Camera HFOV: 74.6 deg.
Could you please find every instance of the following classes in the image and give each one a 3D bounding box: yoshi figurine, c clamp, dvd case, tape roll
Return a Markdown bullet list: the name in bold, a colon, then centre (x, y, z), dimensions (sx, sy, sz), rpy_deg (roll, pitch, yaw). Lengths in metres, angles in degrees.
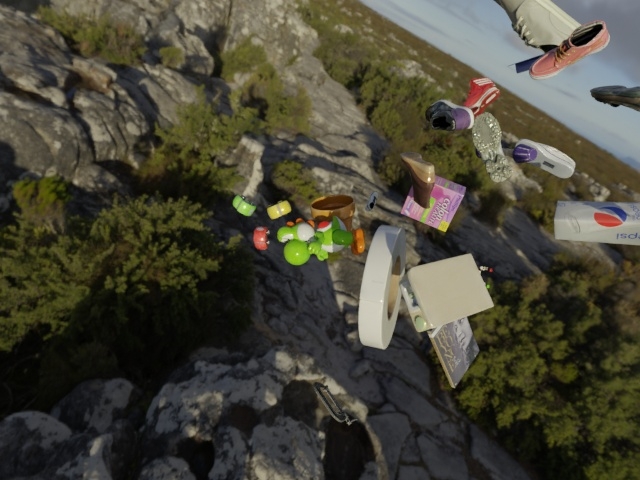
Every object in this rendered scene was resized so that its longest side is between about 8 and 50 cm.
- **yoshi figurine**: centre (-0.002, 0.028, 1.745), dimensions (0.362, 0.204, 0.203), rpy_deg (3, 33, -3)
- **c clamp**: centre (0.038, 0.496, 1.278), dimensions (0.161, 0.022, 0.137), rpy_deg (49, 9, 21)
- **dvd case**: centre (0.401, 0.300, 1.250), dimensions (0.164, 0.018, 0.221), rpy_deg (-40, 114, -32)
- **tape roll**: centre (0.202, 0.144, 1.324), dimensions (0.072, 0.392, 0.392), rpy_deg (9, 24, 19)

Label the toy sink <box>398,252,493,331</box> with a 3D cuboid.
- **toy sink**: centre (0.301, 0.142, 1.089), dimensions (0.234, 0.131, 0.153), rpy_deg (-11, 73, -32)

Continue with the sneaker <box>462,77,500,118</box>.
- **sneaker**: centre (0.671, -0.622, 1.853), dimensions (0.087, 0.221, 0.128), rpy_deg (12, 54, -42)

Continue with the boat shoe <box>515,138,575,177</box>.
- **boat shoe**: centre (0.954, -0.360, 1.785), dimensions (0.258, 0.095, 0.084), rpy_deg (36, 59, 6)

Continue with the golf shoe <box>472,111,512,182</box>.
- **golf shoe**: centre (0.427, -0.232, 1.060), dimensions (0.086, 0.069, 0.176), rpy_deg (-22, 97, -70)

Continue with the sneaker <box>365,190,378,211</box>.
- **sneaker**: centre (0.243, -0.181, 1.929), dimensions (0.040, 0.043, 0.109), rpy_deg (26, 74, -14)

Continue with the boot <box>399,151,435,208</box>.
- **boot**: centre (0.429, -0.277, 1.910), dimensions (0.090, 0.207, 0.248), rpy_deg (-12, 33, -17)

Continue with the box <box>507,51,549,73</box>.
- **box**: centre (0.687, -0.544, 1.245), dimensions (0.225, 0.037, 0.136), rpy_deg (-22, 15, -18)

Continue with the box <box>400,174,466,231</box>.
- **box**: centre (0.551, -0.197, 2.066), dimensions (0.242, 0.214, 0.117), rpy_deg (24, 34, 9)

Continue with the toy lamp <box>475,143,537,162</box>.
- **toy lamp**: centre (0.761, -0.361, 1.726), dimensions (0.080, 0.080, 0.274), rpy_deg (14, 7, -25)

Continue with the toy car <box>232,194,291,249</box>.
- **toy car**: centre (-0.264, -0.102, 1.699), dimensions (0.225, 0.239, 0.053), rpy_deg (34, 15, 0)

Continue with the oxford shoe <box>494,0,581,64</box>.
- **oxford shoe**: centre (0.774, -0.788, 1.525), dimensions (0.449, 0.130, 0.169), rpy_deg (44, 18, 10)

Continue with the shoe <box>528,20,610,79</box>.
- **shoe**: centre (0.586, -0.455, 1.005), dimensions (0.081, 0.178, 0.064), rpy_deg (4, 70, -52)

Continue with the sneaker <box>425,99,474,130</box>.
- **sneaker**: centre (0.486, -0.505, 1.710), dimensions (0.124, 0.107, 0.283), rpy_deg (-18, 25, -13)

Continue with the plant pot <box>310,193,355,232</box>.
- **plant pot**: centre (0.066, -0.091, 1.946), dimensions (0.205, 0.188, 0.205), rpy_deg (-7, 25, 3)

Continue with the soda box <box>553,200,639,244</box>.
- **soda box**: centre (0.876, -0.055, 1.279), dimensions (0.286, 0.098, 0.091), rpy_deg (6, 52, 34)

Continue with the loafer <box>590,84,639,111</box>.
- **loafer**: centre (1.111, -0.527, 1.567), dimensions (0.096, 0.084, 0.267), rpy_deg (-15, 22, 0)

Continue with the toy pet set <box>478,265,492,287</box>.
- **toy pet set**: centre (0.706, 0.171, 1.902), dimensions (0.114, 0.122, 0.065), rpy_deg (22, -12, -27)
